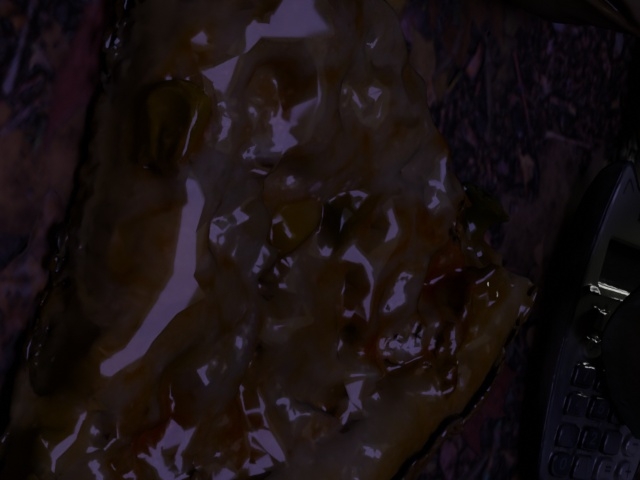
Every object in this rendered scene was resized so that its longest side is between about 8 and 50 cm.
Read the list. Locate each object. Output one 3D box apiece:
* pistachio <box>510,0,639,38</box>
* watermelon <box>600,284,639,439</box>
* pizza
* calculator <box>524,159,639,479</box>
[{"bbox_3d":[0.163,-0.193,1.145,0.206,0.129,0.131,14,42,-51],"label":"pistachio"},{"bbox_3d":[0.331,0.089,1.244,0.213,0.261,0.201,58,13,-47],"label":"watermelon"},{"bbox_3d":[0.002,0.031,1.025,0.392,0.080,0.435,25,79,-52],"label":"pizza"},{"bbox_3d":[0.216,0.081,1.344,0.177,0.040,0.268,18,83,-52],"label":"calculator"}]
